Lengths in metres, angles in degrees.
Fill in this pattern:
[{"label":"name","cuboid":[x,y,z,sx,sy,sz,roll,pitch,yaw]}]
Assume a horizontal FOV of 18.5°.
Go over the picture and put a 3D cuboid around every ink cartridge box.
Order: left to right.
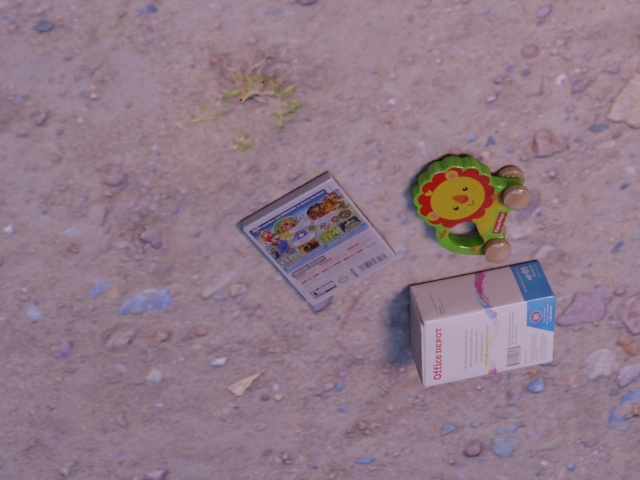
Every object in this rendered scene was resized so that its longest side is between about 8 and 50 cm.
[{"label":"ink cartridge box","cuboid":[0.142,0.074,1.747,0.122,0.052,0.088,-12,135,-8]}]

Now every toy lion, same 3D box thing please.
[{"label":"toy lion","cuboid":[0.122,-0.029,1.657,0.096,0.034,0.100,4,133,-12]}]

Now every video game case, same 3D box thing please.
[{"label":"video game case","cuboid":[0.000,0.000,1.657,0.087,0.011,0.122,-29,135,12]}]
